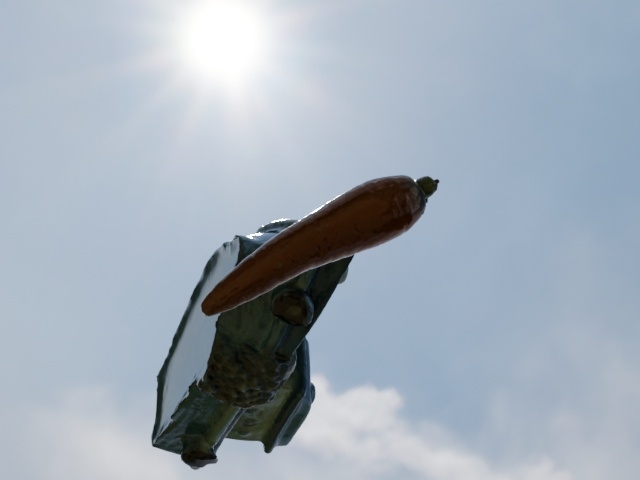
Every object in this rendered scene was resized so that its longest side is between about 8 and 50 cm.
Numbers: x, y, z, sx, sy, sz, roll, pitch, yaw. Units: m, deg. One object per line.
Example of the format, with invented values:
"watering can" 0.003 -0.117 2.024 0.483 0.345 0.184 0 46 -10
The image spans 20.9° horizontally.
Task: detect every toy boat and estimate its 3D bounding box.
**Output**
"toy boat" -0.034 0.063 1.085 0.238 0.098 0.109 119 -25 -52

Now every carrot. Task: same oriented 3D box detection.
"carrot" 0.000 0.000 0.894 0.035 0.142 0.035 56 -16 25
